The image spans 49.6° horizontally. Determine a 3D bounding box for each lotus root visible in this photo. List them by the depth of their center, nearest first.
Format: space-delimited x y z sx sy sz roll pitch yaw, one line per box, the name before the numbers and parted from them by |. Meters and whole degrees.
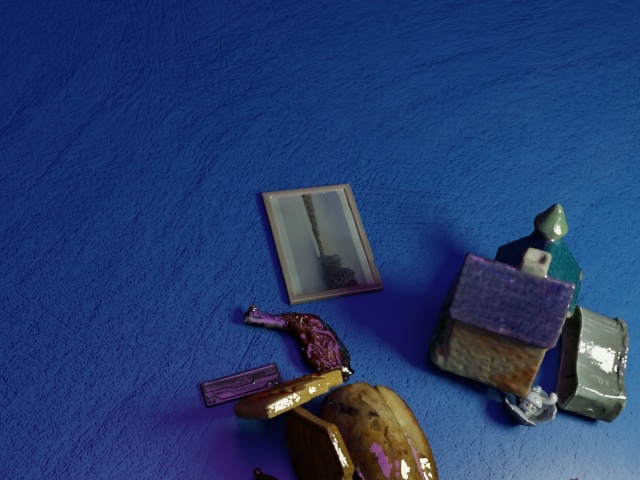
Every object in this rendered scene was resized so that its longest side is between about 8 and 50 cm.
lotus root | 0.106 0.380 1.208 0.193 0.193 0.291 -15 60 -18

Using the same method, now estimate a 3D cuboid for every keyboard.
keyboard | -0.151 0.277 1.334 0.155 0.010 0.053 -12 58 -17

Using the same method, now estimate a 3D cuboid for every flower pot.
flower pot | 0.556 0.250 1.417 0.108 0.103 0.229 17 55 1

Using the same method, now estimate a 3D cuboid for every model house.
model house | 0.375 0.090 1.352 0.245 0.280 0.312 19 47 17

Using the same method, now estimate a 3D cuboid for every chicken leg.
chicken leg | -0.037 0.193 1.388 0.253 0.051 0.106 31 62 15

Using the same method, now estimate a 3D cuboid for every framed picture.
framed picture | 0.000 0.000 1.541 0.213 0.016 0.289 -7 58 -14

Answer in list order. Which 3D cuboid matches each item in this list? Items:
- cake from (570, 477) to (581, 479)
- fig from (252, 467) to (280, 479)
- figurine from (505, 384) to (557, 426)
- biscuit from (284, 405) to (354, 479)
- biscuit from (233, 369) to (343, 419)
cake | 0.503 0.558 1.205 0.115 0.113 0.295 -23 74 -21
fig | -0.060 0.460 1.180 0.117 0.117 0.177 -16 41 -19
figurine | 0.412 0.318 1.360 0.086 0.082 0.094 -40 47 -5
biscuit | -0.002 0.395 1.174 0.034 0.182 0.216 -18 105 -31
biscuit | -0.070 0.274 1.225 0.212 0.238 0.041 -17 83 7
